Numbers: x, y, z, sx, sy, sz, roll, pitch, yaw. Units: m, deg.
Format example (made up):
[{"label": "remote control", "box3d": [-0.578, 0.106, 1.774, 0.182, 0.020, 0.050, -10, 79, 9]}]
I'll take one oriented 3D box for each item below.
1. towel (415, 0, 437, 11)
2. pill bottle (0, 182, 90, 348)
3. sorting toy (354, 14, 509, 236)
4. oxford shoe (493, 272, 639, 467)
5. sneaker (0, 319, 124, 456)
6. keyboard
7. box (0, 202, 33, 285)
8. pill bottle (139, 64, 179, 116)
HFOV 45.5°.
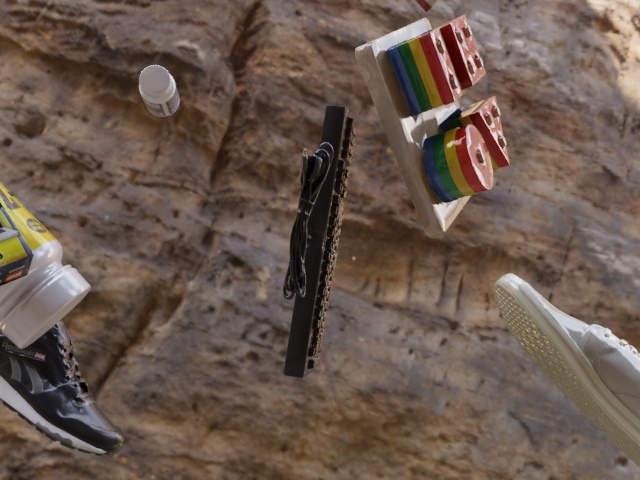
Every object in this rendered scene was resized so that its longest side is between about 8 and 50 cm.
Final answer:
[{"label": "towel", "box3d": [0.166, -0.471, 0.899, 0.237, 0.037, 0.329, 46, -61, -5]}, {"label": "pill bottle", "box3d": [-0.358, 0.010, 0.824, 0.208, 0.119, 0.119, 47, -28, -5]}, {"label": "sorting toy", "box3d": [0.174, -0.173, 1.033, 0.089, 0.257, 0.255, -16, -76, 29]}, {"label": "oxford shoe", "box3d": [0.468, 0.214, 1.262, 0.449, 0.130, 0.169, 46, -7, 11]}, {"label": "sneaker", "box3d": [-0.362, 0.169, 1.010, 0.283, 0.124, 0.107, 36, -11, -2]}, {"label": "keyboard", "box3d": [0.000, 0.000, 0.884, 0.033, 0.317, 0.201, 8, -3, 14]}, {"label": "box", "box3d": [-0.374, 0.000, 0.600, 0.159, 0.233, 0.044, 54, -39, 11]}, {"label": "pill bottle", "box3d": [-0.350, -0.324, 1.655, 0.078, 0.078, 0.137, 23, -10, -1]}]
